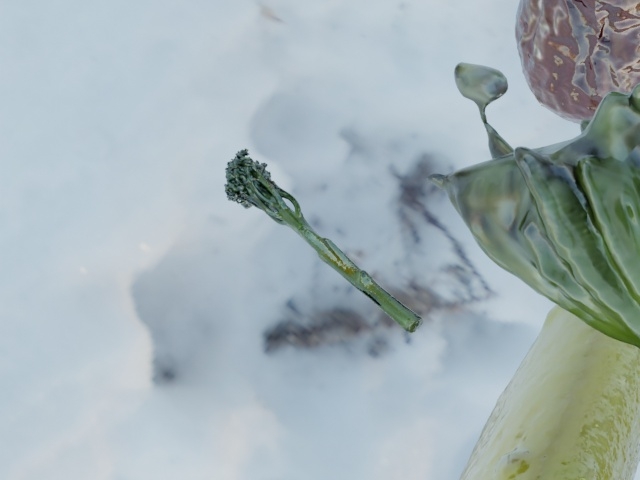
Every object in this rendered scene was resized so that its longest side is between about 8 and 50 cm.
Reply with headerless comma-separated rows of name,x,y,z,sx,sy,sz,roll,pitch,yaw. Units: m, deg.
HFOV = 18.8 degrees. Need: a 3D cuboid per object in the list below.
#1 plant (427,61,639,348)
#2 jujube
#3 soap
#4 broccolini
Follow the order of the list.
plant,0.212,0.050,1.129,0.251,0.180,0.333,-10,106,15
jujube,0.268,-0.216,1.785,0.190,0.190,0.255,-39,160,-11
soap,0.125,0.235,1.339,0.115,0.427,0.306,31,134,1
broccolini,0.001,-0.001,1.491,0.042,0.218,0.044,-56,147,7
